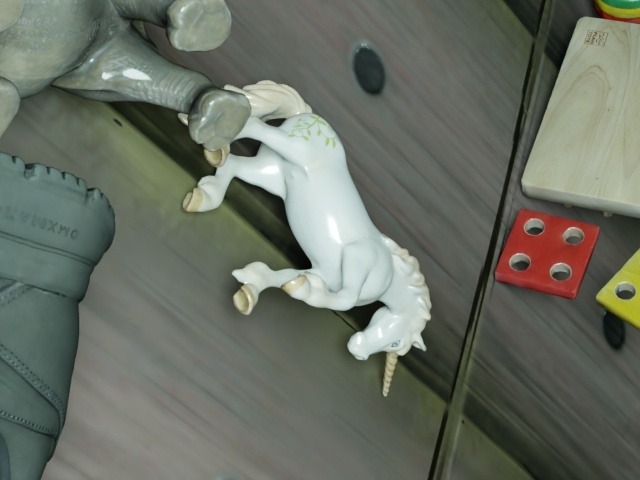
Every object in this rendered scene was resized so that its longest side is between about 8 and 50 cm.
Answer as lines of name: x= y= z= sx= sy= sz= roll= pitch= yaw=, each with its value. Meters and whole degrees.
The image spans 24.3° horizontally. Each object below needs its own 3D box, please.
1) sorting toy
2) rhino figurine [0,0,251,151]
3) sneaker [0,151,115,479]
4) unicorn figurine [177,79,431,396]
sorting toy: x=0.196 y=-0.052 z=0.861 sx=0.046 sy=0.132 sz=0.274 roll=75 pitch=32 yaw=-53
rhino figurine: x=-0.135 y=-0.082 z=0.499 sx=0.243 sy=0.106 sz=0.073 roll=0 pitch=119 yaw=-49
sneaker: x=-0.175 y=0.022 z=0.417 sx=0.286 sy=0.109 sz=0.130 roll=14 pitch=75 yaw=-45
unicorn figurine: x=0.000 y=0.000 z=0.658 sx=0.111 sy=0.060 sz=0.162 roll=-14 pitch=90 yaw=-50
